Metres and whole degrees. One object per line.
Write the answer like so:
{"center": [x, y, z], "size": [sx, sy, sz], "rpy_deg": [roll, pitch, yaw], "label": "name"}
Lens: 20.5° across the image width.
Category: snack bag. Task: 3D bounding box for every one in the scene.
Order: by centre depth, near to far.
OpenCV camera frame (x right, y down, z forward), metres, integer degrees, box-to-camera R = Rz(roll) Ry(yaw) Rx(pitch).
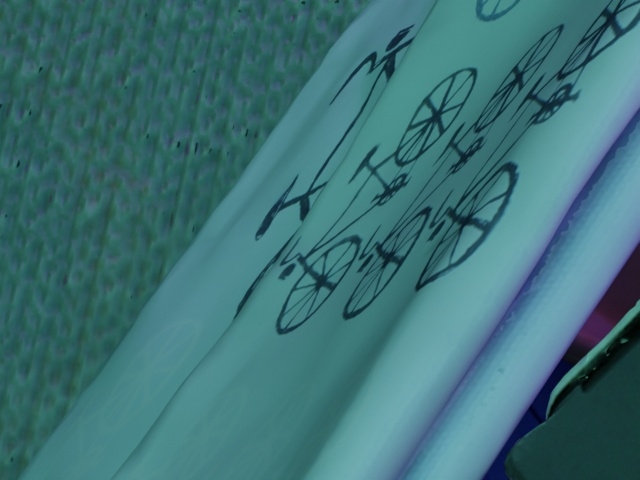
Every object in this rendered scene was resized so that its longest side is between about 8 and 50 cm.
{"center": [0.000, 0.000, 0.501], "size": [0.037, 0.342, 0.323], "rpy_deg": [38, 74, -13], "label": "snack bag"}

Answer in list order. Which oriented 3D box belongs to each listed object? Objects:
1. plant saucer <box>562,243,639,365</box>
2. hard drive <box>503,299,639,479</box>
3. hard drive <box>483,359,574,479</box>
{"center": [0.166, -0.064, 0.572], "size": [0.278, 0.041, 0.278], "rpy_deg": [-21, 47, 24], "label": "plant saucer"}
{"center": [0.219, 0.019, 0.412], "size": [0.237, 0.339, 0.064], "rpy_deg": [-48, 52, 17], "label": "hard drive"}
{"center": [-0.012, 0.160, 0.620], "size": [0.319, 0.040, 0.210], "rpy_deg": [-36, 71, 4], "label": "hard drive"}
